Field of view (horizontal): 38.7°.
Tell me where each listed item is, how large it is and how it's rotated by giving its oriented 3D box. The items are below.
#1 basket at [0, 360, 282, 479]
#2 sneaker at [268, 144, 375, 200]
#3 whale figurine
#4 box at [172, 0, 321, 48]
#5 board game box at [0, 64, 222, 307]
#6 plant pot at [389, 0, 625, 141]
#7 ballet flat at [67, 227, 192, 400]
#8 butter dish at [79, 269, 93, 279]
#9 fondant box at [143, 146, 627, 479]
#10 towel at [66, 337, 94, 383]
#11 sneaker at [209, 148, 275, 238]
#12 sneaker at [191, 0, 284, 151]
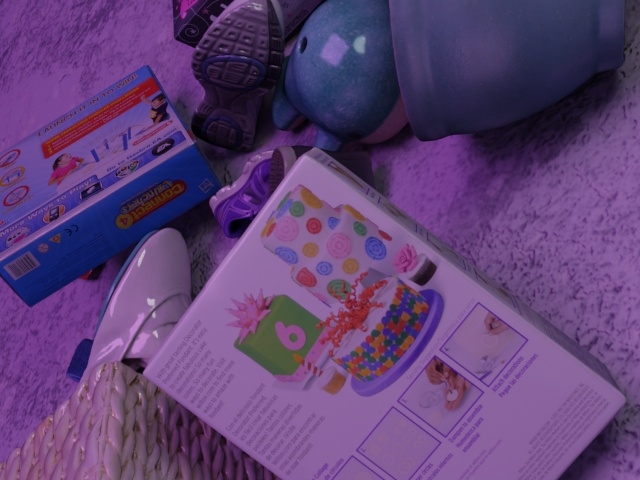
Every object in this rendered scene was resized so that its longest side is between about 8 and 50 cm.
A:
[{"bbox_3d":[-0.196,0.360,0.895,0.328,0.266,0.331,-43,32,25],"label":"basket"},{"bbox_3d":[0.000,0.000,1.065,0.083,0.118,0.222,-128,41,-61],"label":"sneaker"},{"bbox_3d":[0.006,-0.204,1.096,0.272,0.141,0.216,0,80,54],"label":"whale figurine"},{"bbox_3d":[-0.087,-0.381,1.254,0.247,0.142,0.163,-38,47,39],"label":"box"},{"bbox_3d":[-0.326,-0.091,1.303,0.308,0.086,0.302,-32,37,-3],"label":"board game box"},{"bbox_3d":[0.187,-0.244,0.866,0.196,0.293,0.293,0,69,16],"label":"plant pot"},{"bbox_3d":[-0.247,0.183,1.198,0.139,0.139,0.400,26,88,48],"label":"ballet flat"},{"bbox_3d":[-0.415,-0.037,1.464,0.159,0.118,0.160,18,85,49],"label":"butter dish"},{"bbox_3d":[0.052,0.112,0.787,0.238,0.330,0.096,-53,2,13],"label":"fondant box"},{"bbox_3d":[-0.328,0.186,1.338,0.119,0.029,0.067,12,79,48],"label":"towel"},{"bbox_3d":[-0.073,-0.060,1.187,0.170,0.068,0.071,-40,62,37],"label":"sneaker"},{"bbox_3d":[-0.106,-0.235,1.182,0.297,0.110,0.129,127,160,-63],"label":"sneaker"}]
